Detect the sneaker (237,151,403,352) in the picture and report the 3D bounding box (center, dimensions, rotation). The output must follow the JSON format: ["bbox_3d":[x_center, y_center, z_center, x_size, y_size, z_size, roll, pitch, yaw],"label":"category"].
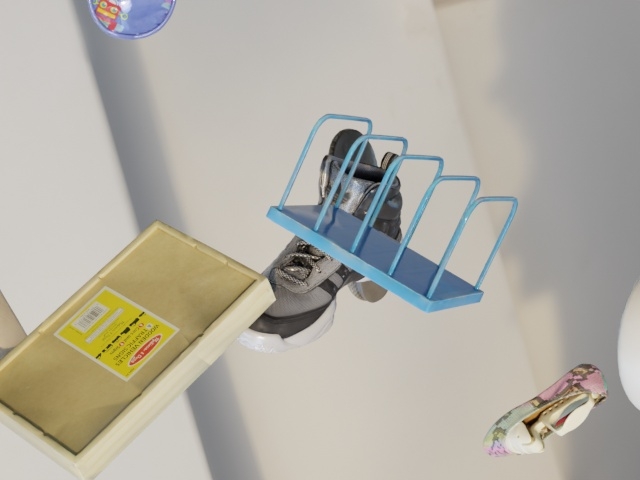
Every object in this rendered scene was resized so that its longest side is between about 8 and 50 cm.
[{"bbox_3d":[0.000,0.000,1.388,0.101,0.153,0.268,28,-137,25],"label":"sneaker"}]

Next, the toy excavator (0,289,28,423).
[{"bbox_3d":[-0.560,0.008,1.679,0.445,0.433,0.222,14,136,-39],"label":"toy excavator"}]

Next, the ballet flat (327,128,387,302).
[{"bbox_3d":[0.041,-0.032,1.697,0.084,0.250,0.058,-31,-146,-29],"label":"ballet flat"}]

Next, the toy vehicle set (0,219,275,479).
[{"bbox_3d":[-0.195,0.102,1.297,0.166,0.035,0.267,27,-121,35],"label":"toy vehicle set"}]

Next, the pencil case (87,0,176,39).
[{"bbox_3d":[-0.275,-0.374,1.846,0.119,0.133,0.306,7,-161,-15],"label":"pencil case"}]

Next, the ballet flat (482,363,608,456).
[{"bbox_3d":[0.340,0.273,1.973,0.221,0.077,0.079,-38,-147,15],"label":"ballet flat"}]

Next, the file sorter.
[{"bbox_3d":[0.067,-0.027,1.124,0.170,0.104,0.118,31,-164,24],"label":"file sorter"}]

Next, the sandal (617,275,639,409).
[{"bbox_3d":[0.317,-0.015,0.953,0.102,0.169,0.416,15,-150,40],"label":"sandal"}]
